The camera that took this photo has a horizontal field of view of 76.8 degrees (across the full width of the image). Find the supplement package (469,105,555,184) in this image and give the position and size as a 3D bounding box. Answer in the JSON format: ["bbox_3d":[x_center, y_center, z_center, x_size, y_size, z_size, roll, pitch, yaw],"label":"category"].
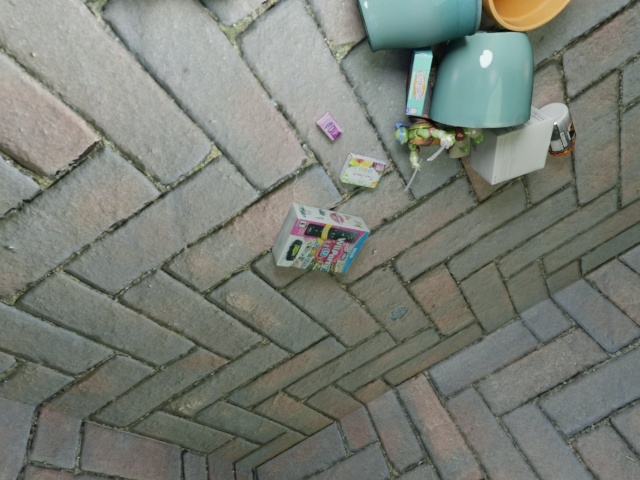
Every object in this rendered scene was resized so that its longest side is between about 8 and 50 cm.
[{"bbox_3d":[0.648,-0.334,1.388,0.203,0.149,0.194,-18,133,-5],"label":"supplement package"}]

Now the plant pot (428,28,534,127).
[{"bbox_3d":[0.475,-0.483,1.179,0.293,0.293,0.235,-10,120,-13],"label":"plant pot"}]

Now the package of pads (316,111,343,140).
[{"bbox_3d":[0.029,-0.358,1.266,0.050,0.032,0.083,-37,133,15],"label":"package of pads"}]

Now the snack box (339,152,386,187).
[{"bbox_3d":[0.146,-0.243,1.409,0.141,0.037,0.100,6,128,-26],"label":"snack box"}]

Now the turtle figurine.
[{"bbox_3d":[0.383,-0.287,1.313,0.266,0.275,0.198,-10,141,-12],"label":"turtle figurine"}]

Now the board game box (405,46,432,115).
[{"bbox_3d":[0.276,-0.473,1.145,0.047,0.210,0.160,7,132,6],"label":"board game box"}]

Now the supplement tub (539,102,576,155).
[{"bbox_3d":[0.878,-0.408,1.506,0.117,0.117,0.190,-40,133,14],"label":"supplement tub"}]

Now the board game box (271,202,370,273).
[{"bbox_3d":[0.000,0.000,1.523,0.303,0.097,0.224,9,126,-29],"label":"board game box"}]

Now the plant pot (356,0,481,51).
[{"bbox_3d":[0.221,-0.600,0.991,0.255,0.272,0.271,-17,135,11],"label":"plant pot"}]

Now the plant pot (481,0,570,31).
[{"bbox_3d":[0.500,-0.715,1.028,0.291,0.203,0.291,-11,131,-13],"label":"plant pot"}]

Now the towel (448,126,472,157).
[{"bbox_3d":[0.595,-0.409,1.441,0.282,0.049,0.187,-14,131,-9],"label":"towel"}]
